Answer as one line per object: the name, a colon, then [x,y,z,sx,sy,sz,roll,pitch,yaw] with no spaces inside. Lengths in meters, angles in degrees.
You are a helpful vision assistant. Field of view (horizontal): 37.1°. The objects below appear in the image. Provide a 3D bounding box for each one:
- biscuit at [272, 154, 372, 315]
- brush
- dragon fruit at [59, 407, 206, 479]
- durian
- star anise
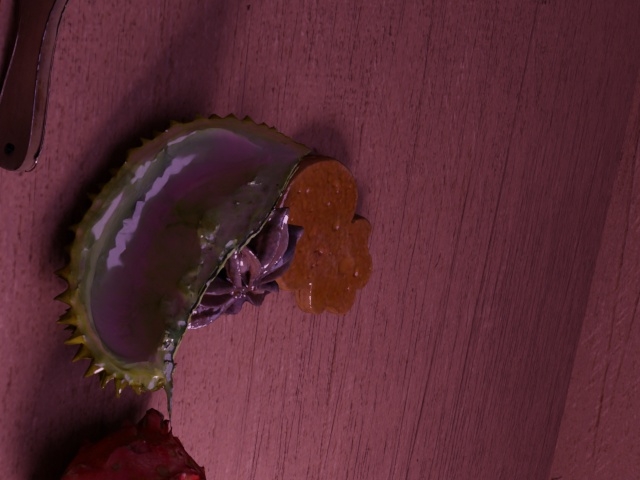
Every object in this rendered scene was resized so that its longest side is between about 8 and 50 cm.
biscuit: [-0.001,0.000,1.382,0.202,0.044,0.288,-59,146,-17]
brush: [-0.251,-0.225,0.908,0.065,0.070,0.327,-5,111,-65]
dragon fruit: [-0.215,0.310,1.090,0.205,0.210,0.268,103,-11,-46]
durian: [-0.161,-0.001,1.040,0.352,0.169,0.158,-60,145,-17]
star anise: [-0.099,0.031,1.190,0.197,0.073,0.212,-52,160,23]
